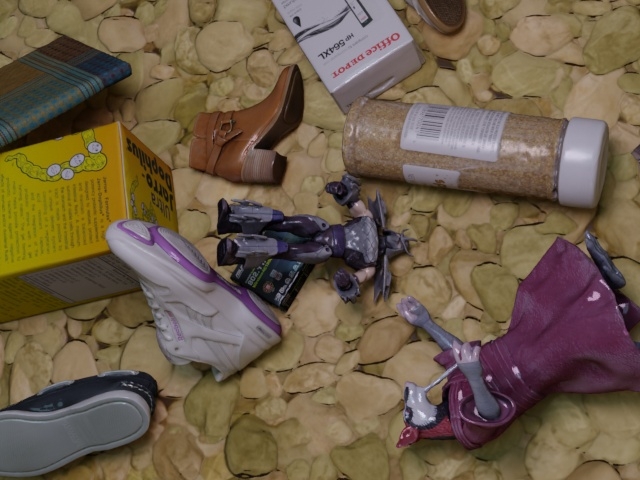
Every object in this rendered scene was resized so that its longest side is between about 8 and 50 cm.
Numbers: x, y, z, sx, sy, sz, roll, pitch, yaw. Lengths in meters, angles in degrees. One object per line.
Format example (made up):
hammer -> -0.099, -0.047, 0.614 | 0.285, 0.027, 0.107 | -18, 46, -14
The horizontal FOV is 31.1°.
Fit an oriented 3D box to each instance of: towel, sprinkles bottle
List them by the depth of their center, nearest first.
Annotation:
sprinkles bottle -> 0.213, -0.126, 1.595 | 0.355, 0.121, 0.121 | 9, 76, 19
towel -> -0.492, -0.196, 1.746 | 0.370, 0.040, 0.271 | -33, 34, -20

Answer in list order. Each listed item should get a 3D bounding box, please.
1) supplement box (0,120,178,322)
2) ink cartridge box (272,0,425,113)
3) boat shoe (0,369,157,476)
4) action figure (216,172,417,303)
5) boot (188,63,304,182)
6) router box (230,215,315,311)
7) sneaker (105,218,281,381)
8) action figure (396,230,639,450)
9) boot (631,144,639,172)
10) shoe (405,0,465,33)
supplement box -> -0.411, -0.015, 1.708 | 0.356, 0.194, 0.195 | -13, 70, 12
ink cartridge box -> 0.040, -0.316, 1.726 | 0.148, 0.086, 0.203 | -33, 66, 4
boat shoe -> -0.375, 0.263, 1.668 | 0.302, 0.091, 0.114 | -11, 114, 12
action figure -> 0.000, 0.000, 1.593 | 0.285, 0.099, 0.185 | 2, 61, -14
boot -> -0.114, -0.184, 1.741 | 0.152, 0.073, 0.197 | 10, 74, 24
router box -> -0.060, 0.029, 1.672 | 0.092, 0.038, 0.122 | 28, 83, 23
sneaker -> -0.191, 0.092, 1.567 | 0.152, 0.305, 0.114 | -43, 32, 9
action figure -> 0.255, 0.169, 1.493 | 0.370, 0.248, 0.276 | -40, 109, 15
boot -> 0.477, -0.093, 1.553 | 0.087, 0.042, 0.118 | -26, 66, 14
shoe -> 0.154, -0.399, 1.741 | 0.076, 0.058, 0.219 | -15, 70, -22
